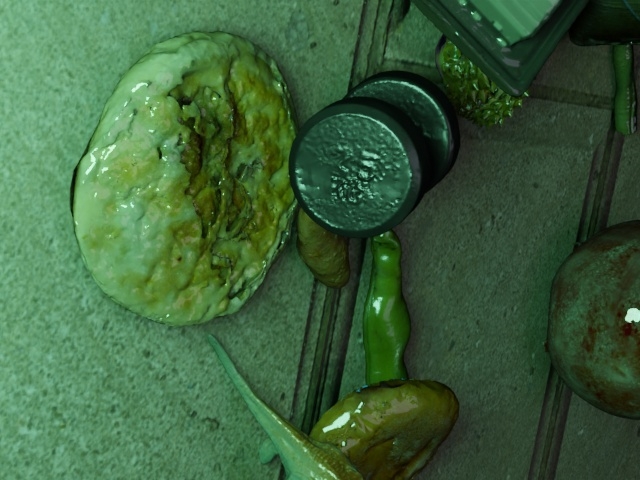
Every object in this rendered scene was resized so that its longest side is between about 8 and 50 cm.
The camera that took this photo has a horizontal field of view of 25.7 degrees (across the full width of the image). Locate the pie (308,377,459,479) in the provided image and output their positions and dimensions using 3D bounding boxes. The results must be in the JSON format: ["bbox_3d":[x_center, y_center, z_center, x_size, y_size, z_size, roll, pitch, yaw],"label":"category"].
[{"bbox_3d":[0.077,0.279,1.842,0.273,0.069,0.273,-25,139,-24],"label":"pie"}]

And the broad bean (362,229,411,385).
[{"bbox_3d":[0.076,0.093,1.812,0.098,0.056,0.318,-43,135,-37],"label":"broad bean"}]

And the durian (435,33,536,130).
[{"bbox_3d":[0.208,-0.224,1.816,0.108,0.119,0.187,-23,122,-51],"label":"durian"}]

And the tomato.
[{"bbox_3d":[0.506,0.124,2.209,0.316,0.282,0.317,-11,107,-37],"label":"tomato"}]

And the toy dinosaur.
[{"bbox_3d":[-0.029,0.271,1.660,0.092,0.205,0.393,-28,105,-36],"label":"toy dinosaur"}]

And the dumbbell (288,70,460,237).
[{"bbox_3d":[0.066,-0.101,1.598,0.218,0.152,0.152,-44,139,-66],"label":"dumbbell"}]

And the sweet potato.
[{"bbox_3d":[0.000,0.000,1.674,0.206,0.060,0.068,70,16,-61],"label":"sweet potato"}]

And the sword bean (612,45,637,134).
[{"bbox_3d":[0.475,-0.293,2.203,0.043,0.038,0.269,-66,151,-55],"label":"sword bean"}]

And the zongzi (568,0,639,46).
[{"bbox_3d":[0.492,-0.422,1.852,0.208,0.432,0.403,-50,135,-24],"label":"zongzi"}]

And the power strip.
[{"bbox_3d":[0.228,-0.346,1.739,0.257,0.092,0.251,44,68,-14],"label":"power strip"}]

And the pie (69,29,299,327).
[{"bbox_3d":[-0.124,-0.064,1.483,0.339,0.077,0.339,-21,119,-46],"label":"pie"}]
